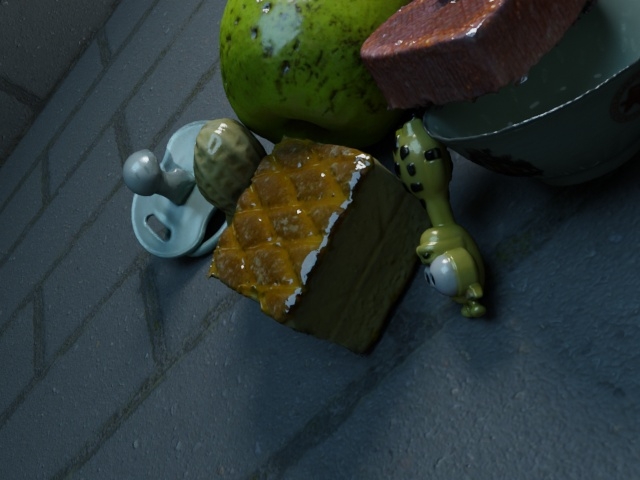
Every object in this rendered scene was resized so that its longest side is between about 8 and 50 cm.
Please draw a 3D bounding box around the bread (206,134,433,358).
[{"bbox_3d":[0.000,0.000,1.050,0.279,0.207,0.279,21,84,52],"label":"bread"}]

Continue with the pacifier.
[{"bbox_3d":[-0.325,-0.118,1.443,0.288,0.269,0.343,36,98,27],"label":"pacifier"}]

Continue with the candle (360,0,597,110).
[{"bbox_3d":[0.192,-0.283,0.846,0.316,0.131,0.287,-27,28,25],"label":"candle"}]

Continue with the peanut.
[{"bbox_3d":[-0.138,-0.089,1.193,0.146,0.306,0.147,-16,43,16],"label":"peanut"}]

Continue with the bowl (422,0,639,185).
[{"bbox_3d":[0.312,-0.173,0.820,0.337,0.158,0.337,-31,23,14],"label":"bowl"}]

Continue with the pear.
[{"bbox_3d":[0.003,-0.349,1.143,0.391,0.391,0.391,-26,50,35],"label":"pear"}]

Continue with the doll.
[{"bbox_3d":[0.164,-0.031,0.899,0.086,0.117,0.291,-16,87,-4],"label":"doll"}]

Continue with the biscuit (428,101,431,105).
[{"bbox_3d":[0.250,-0.284,1.084,0.170,0.050,0.170,-34,38,32],"label":"biscuit"}]
